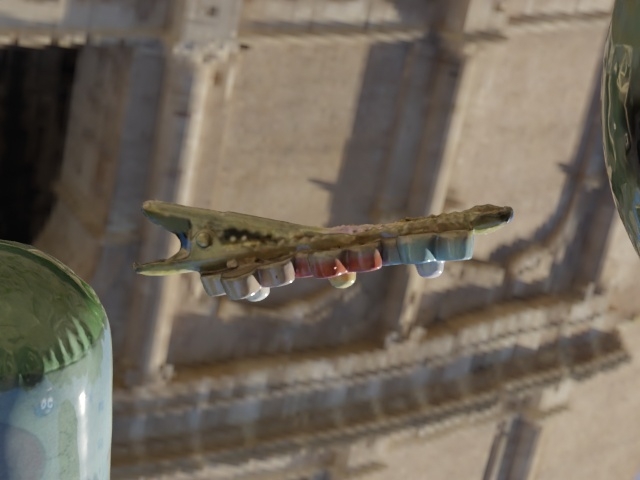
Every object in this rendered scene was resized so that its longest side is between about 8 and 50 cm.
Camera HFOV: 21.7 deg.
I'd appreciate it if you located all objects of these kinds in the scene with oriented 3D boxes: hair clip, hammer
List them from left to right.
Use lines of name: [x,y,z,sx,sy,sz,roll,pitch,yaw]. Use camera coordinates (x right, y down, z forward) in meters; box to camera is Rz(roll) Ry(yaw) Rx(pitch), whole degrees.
hammer: [-0.262,0.068,0.868,0.336,0.206,0.119,19,-148,18]
hair clip: [0.000,0.007,0.932,0.214,0.056,0.062,1,-174,5]

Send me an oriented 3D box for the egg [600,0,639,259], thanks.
egg: [0.254,-0.065,0.475,0.379,0.287,0.287,-14,-171,32]
